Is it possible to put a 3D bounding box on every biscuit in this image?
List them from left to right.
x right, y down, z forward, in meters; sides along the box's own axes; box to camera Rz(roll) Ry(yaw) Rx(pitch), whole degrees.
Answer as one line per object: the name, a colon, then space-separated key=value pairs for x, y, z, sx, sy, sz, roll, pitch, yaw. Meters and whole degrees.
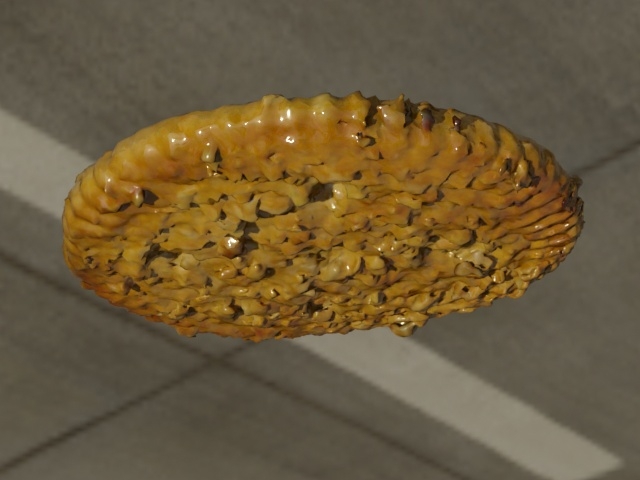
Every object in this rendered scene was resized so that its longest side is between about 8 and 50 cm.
biscuit: x=0.000 y=0.000 z=0.793 sx=0.254 sy=0.035 sz=0.254 roll=-2 pitch=158 yaw=-1
